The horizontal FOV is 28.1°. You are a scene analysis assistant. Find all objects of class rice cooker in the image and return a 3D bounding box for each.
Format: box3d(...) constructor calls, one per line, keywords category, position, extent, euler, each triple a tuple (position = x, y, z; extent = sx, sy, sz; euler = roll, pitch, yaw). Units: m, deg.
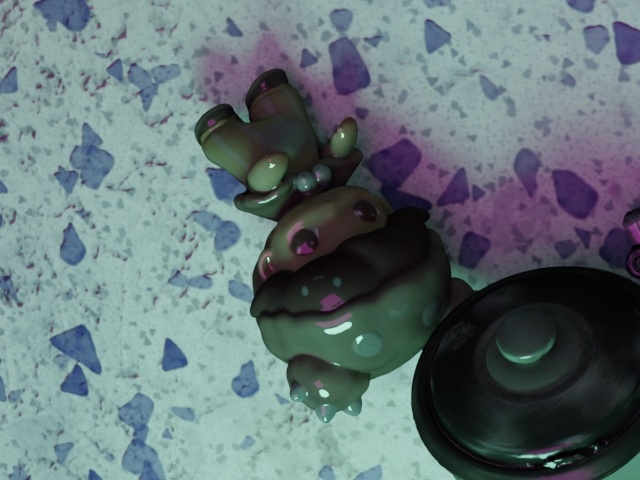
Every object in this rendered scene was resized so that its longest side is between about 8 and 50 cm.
box3d(category="rice cooker", position=(0.240, 0.177, 1.284), extent=(0.264, 0.316, 0.317), euler=(-6, 103, 22))

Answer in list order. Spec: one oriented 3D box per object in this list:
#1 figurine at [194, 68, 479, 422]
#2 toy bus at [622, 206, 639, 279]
box3d(category="figurine", position=(0.000, -0.001, 1.398), extent=(0.380, 0.248, 0.203), euler=(59, 157, 14))
box3d(category="toy bus", position=(0.392, 0.045, 1.316), extent=(0.108, 0.096, 0.199), euler=(-28, 91, 20))
